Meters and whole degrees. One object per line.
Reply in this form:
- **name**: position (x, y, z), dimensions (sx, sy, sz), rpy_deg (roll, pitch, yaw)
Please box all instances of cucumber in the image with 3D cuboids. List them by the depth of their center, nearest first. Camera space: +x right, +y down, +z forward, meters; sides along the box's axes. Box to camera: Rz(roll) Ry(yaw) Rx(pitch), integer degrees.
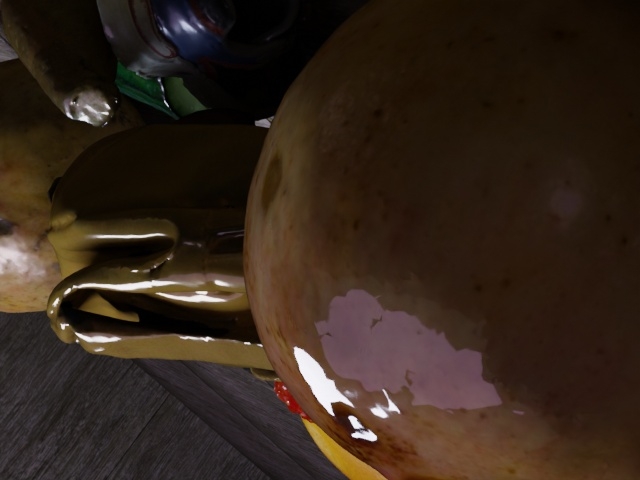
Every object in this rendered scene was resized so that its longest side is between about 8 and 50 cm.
- **cucumber**: position (-0.193, -0.177, 1.508), dimensions (0.244, 0.063, 0.115), rpy_deg (28, 164, 37)

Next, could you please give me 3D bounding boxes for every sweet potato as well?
- **sweet potato**: position (-0.179, -0.177, 1.202), dimensions (0.112, 0.085, 0.286), rpy_deg (9, -152, -16)

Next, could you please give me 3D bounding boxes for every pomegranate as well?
- **pomegranate**: position (0.112, 0.026, 0.866), dimensions (0.338, 0.338, 0.338), rpy_deg (34, 167, 9)
- **pomegranate**: position (-0.298, -0.059, 1.734), dimensions (0.281, 0.281, 0.281), rpy_deg (34, 167, 9)

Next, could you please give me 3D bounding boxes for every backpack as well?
- **backpack**: position (0.001, 0.006, 1.203), dimensions (0.378, 0.201, 0.353), rpy_deg (0, 176, 25)

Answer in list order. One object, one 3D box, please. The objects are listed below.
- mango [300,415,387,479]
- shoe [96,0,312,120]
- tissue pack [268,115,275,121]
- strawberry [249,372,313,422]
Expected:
- **mango**: position (0.064, 0.215, 2.017), dimensions (0.257, 0.138, 0.187), rpy_deg (32, 146, 12)
- **shoe**: position (-0.056, -0.161, 1.173), dimensions (0.125, 0.099, 0.227), rpy_deg (-22, 162, 27)
- **tissue pack**: position (-0.043, -0.126, 1.353), dimensions (0.083, 0.035, 0.063), rpy_deg (38, 167, -8)
- **strawberry**: position (0.047, 0.176, 1.873), dimensions (0.228, 0.098, 0.174), rpy_deg (39, 125, -9)
